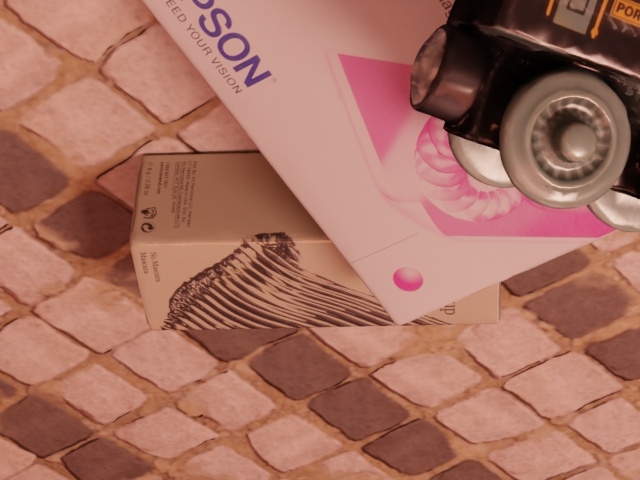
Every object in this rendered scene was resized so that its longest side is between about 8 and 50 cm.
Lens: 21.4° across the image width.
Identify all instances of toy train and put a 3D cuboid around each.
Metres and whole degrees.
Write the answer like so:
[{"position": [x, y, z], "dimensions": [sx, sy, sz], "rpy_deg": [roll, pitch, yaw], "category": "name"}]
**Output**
[{"position": [0.221, -0.089, 0.984], "dimensions": [0.334, 0.142, 0.190], "rpy_deg": [18, 95, -14], "category": "toy train"}]

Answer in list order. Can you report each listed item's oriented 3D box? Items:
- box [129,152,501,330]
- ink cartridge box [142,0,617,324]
[{"position": [0.000, 0.000, 1.292], "dimensions": [0.275, 0.094, 0.113], "rpy_deg": [-2, 139, 5], "category": "box"}, {"position": [0.096, -0.132, 1.078], "dimensions": [0.330, 0.071, 0.324], "rpy_deg": [-26, 114, 29], "category": "ink cartridge box"}]
